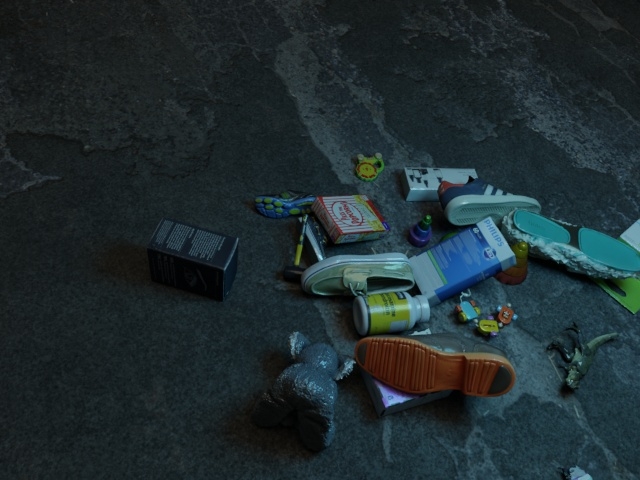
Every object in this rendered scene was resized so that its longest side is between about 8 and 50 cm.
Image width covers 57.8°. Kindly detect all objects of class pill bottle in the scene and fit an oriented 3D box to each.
[{"bbox_3d":[0.183,0.186,1.502,0.184,0.103,0.103,-5,54,-13],"label":"pill bottle"}]

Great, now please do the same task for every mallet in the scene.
[{"bbox_3d":[-0.048,0.022,1.583,0.062,0.039,0.189,16,78,3],"label":"mallet"}]

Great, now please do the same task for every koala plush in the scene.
[{"bbox_3d":[-0.020,0.318,1.328,0.196,0.203,0.221,23,41,7],"label":"koala plush"}]

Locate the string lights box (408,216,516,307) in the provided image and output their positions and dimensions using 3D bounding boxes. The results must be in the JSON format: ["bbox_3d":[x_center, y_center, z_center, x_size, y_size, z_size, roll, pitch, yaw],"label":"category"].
[{"bbox_3d":[0.378,0.059,1.573,0.260,0.077,0.133,-28,58,8],"label":"string lights box"}]

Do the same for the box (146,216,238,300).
[{"bbox_3d":[-0.323,0.050,1.485,0.207,0.153,0.108,16,52,1],"label":"box"}]

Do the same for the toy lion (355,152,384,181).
[{"bbox_3d":[0.158,-0.233,1.862,0.100,0.034,0.096,-7,62,-16],"label":"toy lion"}]

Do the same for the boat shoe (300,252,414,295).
[{"bbox_3d":[0.101,0.098,1.526,0.303,0.109,0.094,-10,39,-5],"label":"boat shoe"}]

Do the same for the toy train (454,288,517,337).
[{"bbox_3d":[0.442,0.202,1.576,0.166,0.046,0.125,26,52,7],"label":"toy train"}]

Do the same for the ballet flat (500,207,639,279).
[{"bbox_3d":[0.718,0.021,1.705,0.409,0.147,0.147,22,53,4],"label":"ballet flat"}]

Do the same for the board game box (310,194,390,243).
[{"bbox_3d":[0.088,-0.064,1.675,0.194,0.045,0.146,-7,52,-39],"label":"board game box"}]

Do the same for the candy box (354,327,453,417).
[{"bbox_3d":[0.207,0.321,1.425,0.196,0.070,0.164,-12,56,-19],"label":"candy box"}]

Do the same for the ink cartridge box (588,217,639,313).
[{"bbox_3d":[0.947,0.073,1.729,0.255,0.097,0.189,-31,64,-29],"label":"ink cartridge box"}]

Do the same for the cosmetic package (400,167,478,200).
[{"bbox_3d":[0.382,-0.178,1.840,0.239,0.060,0.098,-1,54,-11],"label":"cosmetic package"}]

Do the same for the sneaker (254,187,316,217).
[{"bbox_3d":[-0.102,-0.113,1.711,0.188,0.067,0.078,-3,33,-11],"label":"sneaker"}]

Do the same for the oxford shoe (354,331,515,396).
[{"bbox_3d":[0.263,0.279,1.371,0.364,0.129,0.132,10,20,6],"label":"oxford shoe"}]

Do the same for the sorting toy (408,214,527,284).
[{"bbox_3d":[0.442,0.006,1.671,0.366,0.126,0.127,19,53,3],"label":"sorting toy"}]

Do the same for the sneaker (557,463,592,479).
[{"bbox_3d":[0.573,0.554,1.338,0.098,0.038,0.069,-25,59,-36],"label":"sneaker"}]

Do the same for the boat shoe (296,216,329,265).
[{"bbox_3d":[0.000,0.000,1.634,0.083,0.065,0.183,-11,55,-19],"label":"boat shoe"}]

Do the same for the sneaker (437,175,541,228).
[{"bbox_3d":[0.508,-0.126,1.757,0.350,0.131,0.148,5,42,-27],"label":"sneaker"}]

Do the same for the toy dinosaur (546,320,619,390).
[{"bbox_3d":[0.685,0.291,1.544,0.268,0.064,0.118,-35,72,-32],"label":"toy dinosaur"}]
